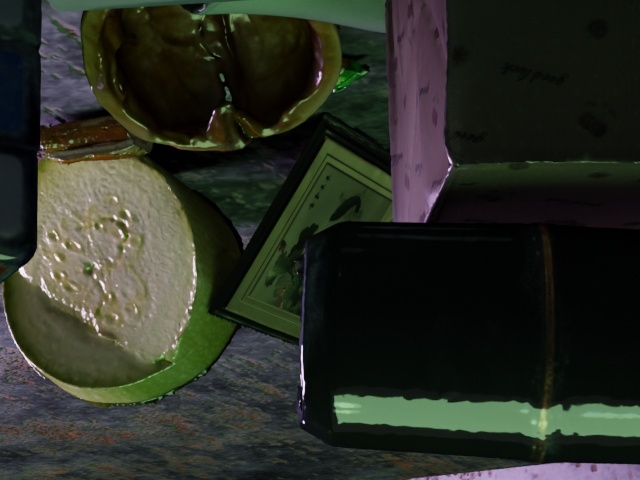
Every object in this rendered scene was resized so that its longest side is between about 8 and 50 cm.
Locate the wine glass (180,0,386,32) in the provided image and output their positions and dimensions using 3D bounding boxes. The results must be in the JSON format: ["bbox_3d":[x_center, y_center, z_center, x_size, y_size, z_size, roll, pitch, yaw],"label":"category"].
[{"bbox_3d":[0.032,-0.172,1.080,0.231,0.103,0.103,-1,164,-24],"label":"wine glass"}]

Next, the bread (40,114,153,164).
[{"bbox_3d":[-0.182,-0.081,1.503,0.083,0.036,0.047,-6,165,18],"label":"bread"}]

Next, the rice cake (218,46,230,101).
[{"bbox_3d":[-0.084,-0.121,1.373,0.034,0.043,0.211,-5,165,-10],"label":"rice cake"}]

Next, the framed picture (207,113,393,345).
[{"bbox_3d":[0.000,0.000,1.601,0.010,0.195,0.199,32,-177,30],"label":"framed picture"}]

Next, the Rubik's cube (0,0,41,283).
[{"bbox_3d":[-0.326,-0.100,0.974,0.293,0.292,0.287,8,160,-28],"label":"Rubik's cube"}]

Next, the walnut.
[{"bbox_3d":[-0.071,-0.148,1.196,0.167,0.087,0.211,-3,150,1],"label":"walnut"}]

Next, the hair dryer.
[{"bbox_3d":[0.078,0.069,0.941,0.189,0.107,0.352,3,168,-1],"label":"hair dryer"}]

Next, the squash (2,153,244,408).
[{"bbox_3d":[-0.179,0.035,1.576,0.220,0.220,0.133,-7,167,15],"label":"squash"}]

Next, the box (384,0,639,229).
[{"bbox_3d":[0.131,-0.136,0.910,0.190,0.297,0.225,-2,164,-5],"label":"box"}]

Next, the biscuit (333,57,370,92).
[{"bbox_3d":[-0.012,-0.131,1.398,0.089,0.016,0.046,6,160,-30],"label":"biscuit"}]

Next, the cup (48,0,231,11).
[{"bbox_3d":[0.028,-0.258,0.649,0.274,0.259,0.357,-3,132,-3],"label":"cup"}]
